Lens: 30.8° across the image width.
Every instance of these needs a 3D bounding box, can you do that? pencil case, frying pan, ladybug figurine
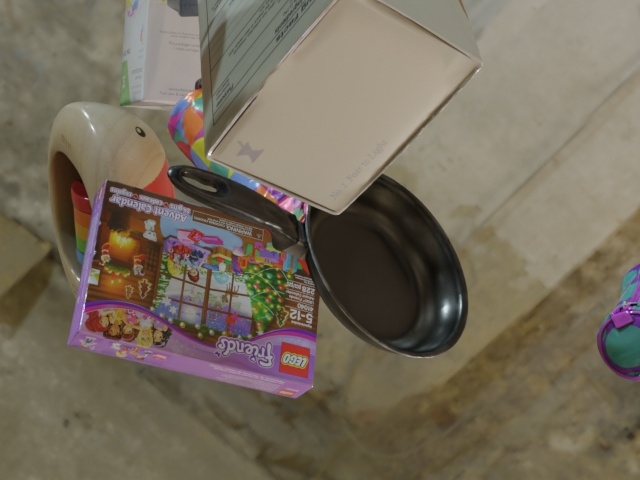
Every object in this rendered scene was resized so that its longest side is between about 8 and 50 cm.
[{"bbox_3d":[-0.106,-0.108,1.537,0.236,0.104,0.104,50,24,24],"label":"pencil case"},{"bbox_3d":[0.292,0.067,1.044,0.152,0.064,0.070,-38,114,-62],"label":"pencil case"},{"bbox_3d":[0.013,0.026,1.021,0.326,0.053,0.197,-6,67,-46],"label":"frying pan"},{"bbox_3d":[-0.351,-0.038,2.008,0.162,0.449,0.305,-19,42,-29],"label":"ladybug figurine"}]

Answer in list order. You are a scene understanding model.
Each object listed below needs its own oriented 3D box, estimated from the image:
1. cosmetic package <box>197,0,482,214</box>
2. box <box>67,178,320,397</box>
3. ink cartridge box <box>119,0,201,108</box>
[{"bbox_3d":[-0.002,-0.189,0.826,0.113,0.160,0.309,23,39,-29],"label":"cosmetic package"},{"bbox_3d":[-0.142,0.061,1.406,0.293,0.057,0.201,16,61,-21],"label":"box"},{"bbox_3d":[-0.221,-0.376,1.742,0.119,0.353,0.207,3,3,-19],"label":"ink cartridge box"}]
